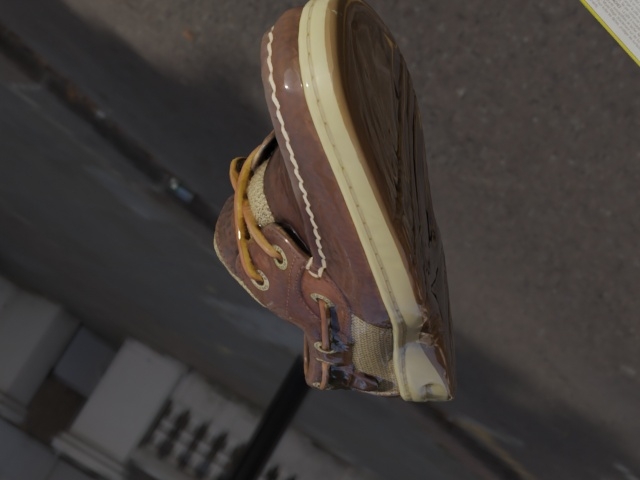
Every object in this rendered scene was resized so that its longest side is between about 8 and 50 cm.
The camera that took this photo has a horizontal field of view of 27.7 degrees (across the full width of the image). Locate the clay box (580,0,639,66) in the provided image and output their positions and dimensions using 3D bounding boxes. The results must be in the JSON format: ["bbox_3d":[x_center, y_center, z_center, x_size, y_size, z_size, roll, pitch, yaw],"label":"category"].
[{"bbox_3d":[0.190,-0.150,0.462,0.127,0.053,0.222,45,122,-11],"label":"clay box"}]

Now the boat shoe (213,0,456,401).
[{"bbox_3d":[0.000,0.000,0.711,0.123,0.123,0.342,-5,152,9],"label":"boat shoe"}]
